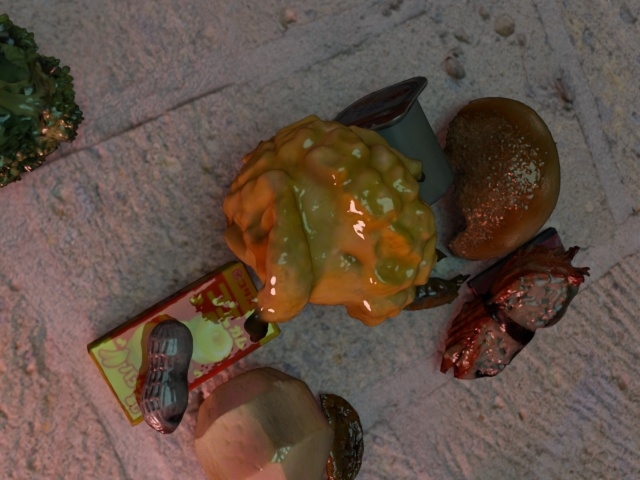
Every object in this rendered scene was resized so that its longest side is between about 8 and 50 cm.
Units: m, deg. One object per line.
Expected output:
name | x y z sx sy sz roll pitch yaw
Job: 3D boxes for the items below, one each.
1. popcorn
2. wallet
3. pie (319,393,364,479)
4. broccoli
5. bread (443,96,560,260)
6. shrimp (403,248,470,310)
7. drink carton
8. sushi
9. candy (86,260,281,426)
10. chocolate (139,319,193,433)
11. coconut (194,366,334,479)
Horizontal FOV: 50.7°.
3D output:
popcorn | 0.000 0.000 1.016 0.349 0.349 0.382 46 63 -16
wallet | 0.410 0.079 1.371 0.232 0.025 0.119 -31 102 -18
pie | 0.040 0.367 1.224 0.088 0.033 0.191 -3 87 -29
broccoli | -0.489 -0.204 0.909 0.288 0.235 0.260 -26 135 -28
bread | 0.335 -0.109 1.240 0.171 0.192 0.314 5 95 -43
shrimp | 0.193 0.066 1.269 0.187 0.051 0.133 1 91 -19
drink carton | 0.134 -0.156 1.171 0.190 0.185 0.191 55 41 -19
sushi | 0.352 0.136 1.255 0.129 0.124 0.332 29 113 -15
candy | -0.217 0.158 1.089 0.276 0.088 0.146 -32 101 -18
chocolate | -0.227 0.201 1.001 0.072 0.072 0.167 6 89 -22
coconut | -0.078 0.327 1.085 0.237 0.237 0.197 39 109 -18
